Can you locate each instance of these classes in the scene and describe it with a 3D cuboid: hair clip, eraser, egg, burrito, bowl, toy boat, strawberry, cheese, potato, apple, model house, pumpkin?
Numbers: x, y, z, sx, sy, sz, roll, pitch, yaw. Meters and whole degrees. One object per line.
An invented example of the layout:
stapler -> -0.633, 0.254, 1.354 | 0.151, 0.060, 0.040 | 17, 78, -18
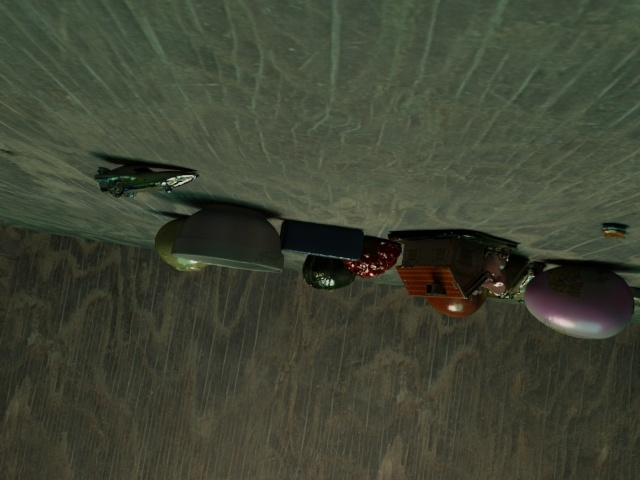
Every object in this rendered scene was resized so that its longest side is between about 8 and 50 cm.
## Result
hair clip -> 0.416, 0.088, 1.830 | 0.102, 0.123, 0.138 | -19, -170, -10
eraser -> 0.000, 0.000, 1.850 | 0.224, 0.082, 0.036 | 8, 175, 6
egg -> 0.668, 0.160, 1.833 | 0.271, 0.197, 0.196 | -8, 166, 30
burrito -> 0.579, 0.121, 1.978 | 0.051, 0.042, 0.171 | -1, 145, -16
bowl -> -0.228, -0.008, 1.812 | 0.286, 0.144, 0.287 | 9, 173, 1
toy boat -> -0.337, -0.120, 1.382 | 0.210, 0.066, 0.084 | -4, -176, 9
strawberry -> 0.149, 0.058, 2.031 | 0.190, 0.111, 0.236 | 2, 172, 32
cheese -> 0.540, -0.014, 1.298 | 0.047, 0.017, 0.111 | 9, 175, 27
potato -> 0.497, 0.068, 1.889 | 0.100, 0.089, 0.172 | 34, -139, 21
egg -> -0.401, 0.009, 2.146 | 0.201, 0.165, 0.164 | 7, 174, -8
apple -> 0.382, 0.124, 2.002 | 0.199, 0.199, 0.199 | 9, 173, 1
model house -> 0.313, 0.068, 1.717 | 0.206, 0.154, 0.293 | 15, 171, -34
pumpkin -> 0.030, 0.094, 2.340 | 0.190, 0.146, 0.190 | 10, 172, 1

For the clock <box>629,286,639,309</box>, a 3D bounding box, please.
clock -> 0.949, 0.180, 2.229 | 0.151, 0.062, 0.191 | 15, 171, -38

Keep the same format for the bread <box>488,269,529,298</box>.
bread -> 0.523, 0.121, 2.121 | 0.213, 0.105, 0.213 | 7, 176, 0
